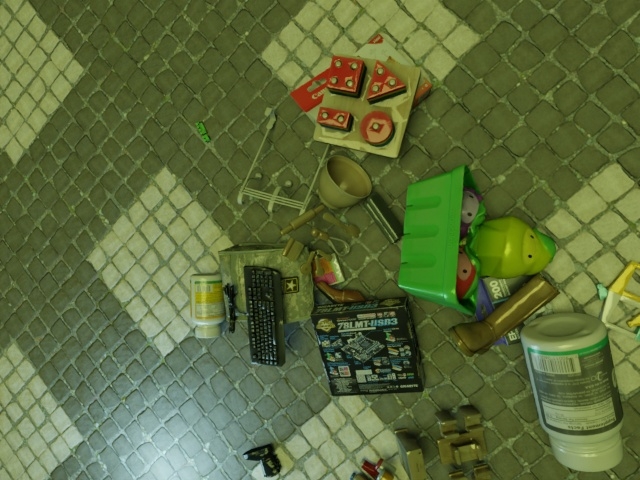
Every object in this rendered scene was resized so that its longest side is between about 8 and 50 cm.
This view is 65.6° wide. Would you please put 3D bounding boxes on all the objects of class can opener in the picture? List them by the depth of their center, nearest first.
[{"bbox_3d":[0.237,-0.028,1.504,0.093,0.074,0.280,-36,82,-18],"label":"can opener"}]

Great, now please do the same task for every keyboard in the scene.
[{"bbox_3d":[-0.205,0.228,1.502,0.201,0.033,0.317,3,105,21],"label":"keyboard"}]

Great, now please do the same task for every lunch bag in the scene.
[{"bbox_3d":[-0.155,0.131,1.567,0.287,0.169,0.235,-2,100,19],"label":"lunch bag"}]

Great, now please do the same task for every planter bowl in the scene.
[{"bbox_3d":[0.059,-0.162,1.512,0.162,0.162,0.109,50,131,10],"label":"planter bowl"}]

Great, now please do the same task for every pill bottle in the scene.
[{"bbox_3d":[0.658,0.388,1.289,0.204,0.204,0.361,-13,100,18],"label":"pill bottle"},{"bbox_3d":[-0.379,0.217,1.676,0.118,0.117,0.208,0,92,18],"label":"pill bottle"}]

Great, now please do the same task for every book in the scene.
[{"bbox_3d":[-0.001,0.106,1.596,0.144,0.035,0.096,-19,89,18],"label":"book"}]

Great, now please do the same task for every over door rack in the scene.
[{"bbox_3d":[-0.100,-0.235,1.585,0.239,0.108,0.324,16,83,15],"label":"over door rack"}]

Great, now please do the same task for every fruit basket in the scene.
[{"bbox_3d":[0.421,0.010,1.316,0.392,0.283,0.392,-9,70,26],"label":"fruit basket"}]

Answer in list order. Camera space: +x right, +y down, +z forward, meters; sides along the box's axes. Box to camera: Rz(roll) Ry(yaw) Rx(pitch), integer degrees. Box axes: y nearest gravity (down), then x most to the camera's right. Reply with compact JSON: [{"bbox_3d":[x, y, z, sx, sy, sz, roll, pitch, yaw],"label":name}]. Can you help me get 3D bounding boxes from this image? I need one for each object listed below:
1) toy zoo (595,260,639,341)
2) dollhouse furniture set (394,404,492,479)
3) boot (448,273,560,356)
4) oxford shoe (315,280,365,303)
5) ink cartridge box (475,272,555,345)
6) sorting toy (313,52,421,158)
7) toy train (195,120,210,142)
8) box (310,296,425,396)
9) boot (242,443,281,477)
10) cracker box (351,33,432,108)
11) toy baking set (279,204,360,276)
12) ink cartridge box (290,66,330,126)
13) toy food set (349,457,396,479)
[{"bbox_3d":[0.883,0.181,1.315,0.293,0.030,0.192,25,99,15],"label":"toy zoo"},{"bbox_3d":[0.361,0.615,1.468,0.242,0.161,0.212,-11,89,-4],"label":"dollhouse furniture set"},{"bbox_3d":[0.481,0.188,1.303,0.269,0.236,0.089,-45,61,18],"label":"boot"},{"bbox_3d":[0.082,0.180,1.557,0.212,0.076,0.076,32,79,6],"label":"oxford shoe"},{"bbox_3d":[0.544,0.188,1.417,0.208,0.045,0.206,-21,87,18],"label":"ink cartridge box"},{"bbox_3d":[0.122,-0.385,1.387,0.255,0.089,0.257,15,93,14],"label":"sorting toy"},{"bbox_3d":[-0.405,-0.376,1.714,0.024,0.017,0.083,-27,84,7],"label":"toy train"},{"bbox_3d":[0.144,0.324,1.495,0.295,0.073,0.293,-9,106,19],"label":"box"},{"bbox_3d":[-0.196,0.750,1.678,0.121,0.045,0.099,-22,88,16],"label":"boot"},{"bbox_3d":[0.192,-0.474,1.469,0.156,0.067,0.232,-42,79,-5],"label":"cracker box"},{"bbox_3d":[-0.004,-0.005,1.511,0.256,0.030,0.196,-39,111,-20],"label":"toy baking set"},{"bbox_3d":[0.041,-0.424,1.515,0.181,0.056,0.224,-36,82,-10],"label":"ink cartridge box"},{"bbox_3d":[0.146,0.734,1.522,0.104,0.111,0.232,32,132,14],"label":"toy food set"}]
